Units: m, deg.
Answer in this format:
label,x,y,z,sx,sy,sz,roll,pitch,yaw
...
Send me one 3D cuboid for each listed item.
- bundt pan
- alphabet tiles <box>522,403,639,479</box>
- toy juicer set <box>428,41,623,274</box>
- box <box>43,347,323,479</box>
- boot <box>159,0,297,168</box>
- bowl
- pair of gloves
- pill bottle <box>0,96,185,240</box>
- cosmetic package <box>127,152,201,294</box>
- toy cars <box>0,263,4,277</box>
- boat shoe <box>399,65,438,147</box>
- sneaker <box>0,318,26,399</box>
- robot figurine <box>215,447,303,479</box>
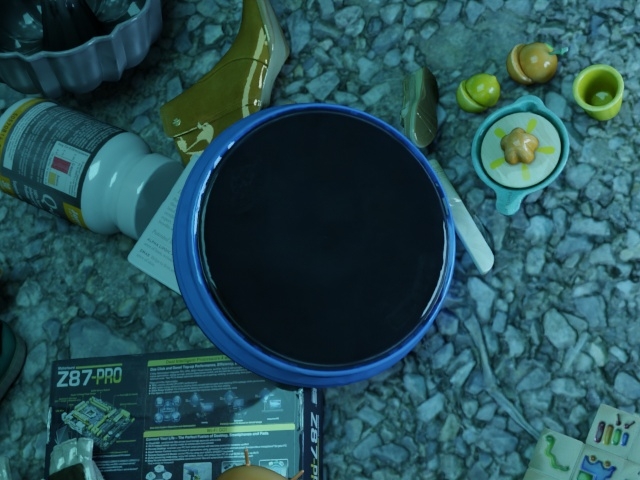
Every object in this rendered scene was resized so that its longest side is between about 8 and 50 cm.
label,x,y,z,sx,sy,sz,roll,pitch,yaw
bundt pan,-0.394,-0.341,2.058,0.330,0.124,0.331,-5,46,5
alphabet tiles,0.371,0.393,1.665,0.285,0.011,0.343,19,80,23
toy juicer set,0.249,-0.143,1.835,0.209,0.089,0.329,39,89,25
box,-0.194,0.313,1.839,0.394,0.097,0.318,-7,73,18
boot,-0.149,-0.243,1.998,0.211,0.104,0.295,-19,72,12
bowl,0.000,0.000,1.769,0.391,0.077,0.391,3,80,-16
pair of gloves,-0.397,0.386,1.819,0.240,0.042,0.204,-16,68,23
pill bottle,-0.350,-0.103,1.989,0.278,0.162,0.162,22,81,24
cosmetic package,-0.144,0.006,1.889,0.151,0.151,0.184,29,83,25
toy cars,-0.637,0.155,2.046,0.393,0.087,0.176,-38,37,1
boat shoe,0.134,-0.186,1.890,0.048,0.056,0.153,-21,43,29
sneaker,-0.547,0.247,1.947,0.108,0.121,0.302,12,69,24
robot figurine,-0.096,0.380,1.670,0.158,0.128,0.220,18,82,24
